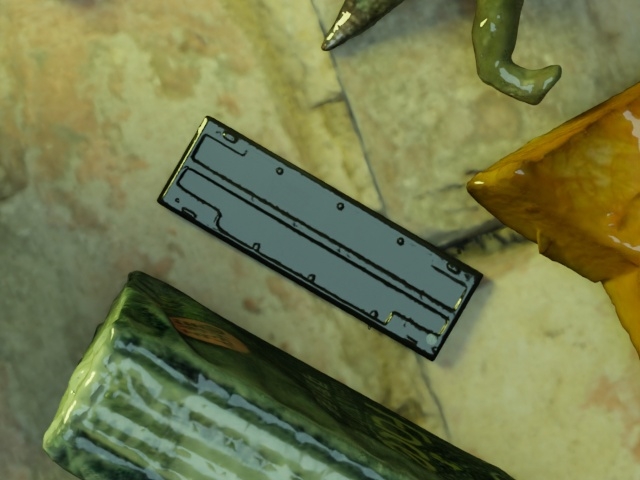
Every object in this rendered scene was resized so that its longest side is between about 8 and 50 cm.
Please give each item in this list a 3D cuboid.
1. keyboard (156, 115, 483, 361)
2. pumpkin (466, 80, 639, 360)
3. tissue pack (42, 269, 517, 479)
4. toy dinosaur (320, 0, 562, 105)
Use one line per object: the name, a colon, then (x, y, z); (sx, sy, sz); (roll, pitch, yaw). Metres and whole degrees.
keyboard: (0.000, 0.000, 1.041); (0.202, 0.011, 0.067); (30, 88, -6)
pumpkin: (0.262, -0.041, 1.022); (0.290, 0.095, 0.258); (-43, 98, -9)
tissue pack: (0.004, 0.139, 0.938); (0.315, 0.228, 0.103); (30, 94, -6)
toy dinosaur: (0.118, -0.220, 1.004); (0.162, 0.077, 0.294); (29, 93, -9)
